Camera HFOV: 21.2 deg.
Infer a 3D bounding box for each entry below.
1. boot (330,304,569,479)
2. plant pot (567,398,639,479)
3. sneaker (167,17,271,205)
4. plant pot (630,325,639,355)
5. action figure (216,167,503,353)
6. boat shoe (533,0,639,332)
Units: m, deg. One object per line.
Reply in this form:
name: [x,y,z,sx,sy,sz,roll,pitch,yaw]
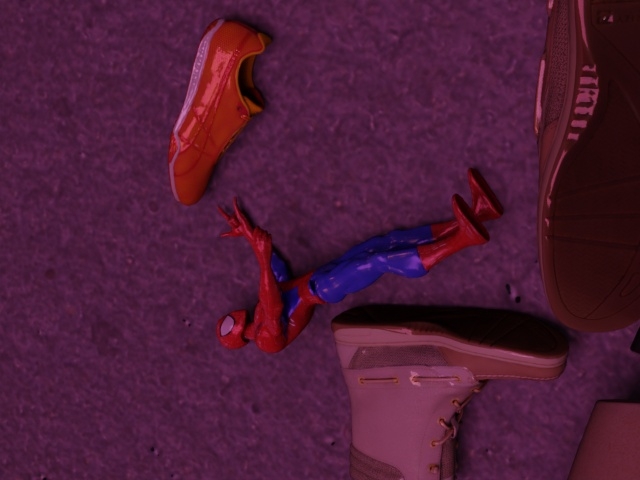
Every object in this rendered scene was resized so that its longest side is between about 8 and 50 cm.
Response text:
boot: [0.113,0.144,1.458,0.213,0.077,0.165,4,108,28]
plant pot: [0.279,0.263,1.343,0.256,0.256,0.274,1,87,24]
sneaker: [-0.088,-0.103,1.475,0.067,0.064,0.175,21,117,6]
plant pot: [0.355,0.024,1.261,0.188,0.187,0.167,19,100,18]
action figure: [0.000,0.000,1.454,0.280,0.091,0.139,-32,99,28]
boat shoe: [0.225,-0.100,1.312,0.122,0.110,0.341,3,106,-7]
